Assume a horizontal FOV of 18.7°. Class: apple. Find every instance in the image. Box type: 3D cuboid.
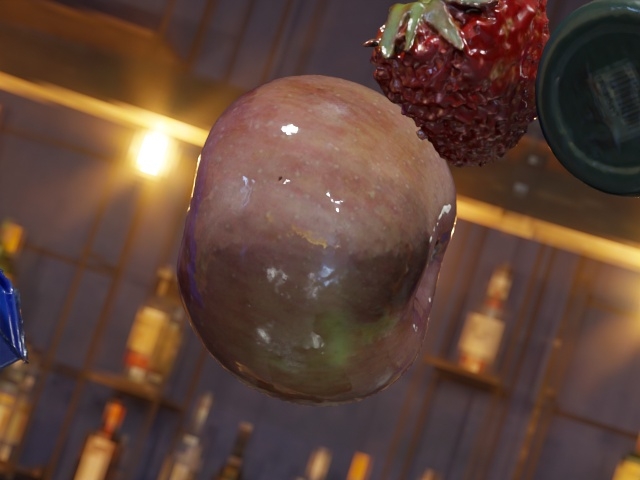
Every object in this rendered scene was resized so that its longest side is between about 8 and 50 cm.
[{"bbox_3d":[0.000,0.000,1.819,0.235,0.306,0.306,16,-8,13],"label":"apple"}]

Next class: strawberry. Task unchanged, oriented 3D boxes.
[{"bbox_3d":[0.142,-0.139,1.582,0.208,0.167,0.087,42,6,-41],"label":"strawberry"}]

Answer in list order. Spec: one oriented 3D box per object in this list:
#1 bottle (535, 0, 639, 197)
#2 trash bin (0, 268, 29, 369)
[{"bbox_3d":[0.302,-0.126,1.466,0.144,0.144,0.336,13,17,34],"label":"bottle"},{"bbox_3d":[-0.446,0.091,2.069,0.234,0.184,0.162,-21,-39,6],"label":"trash bin"}]
